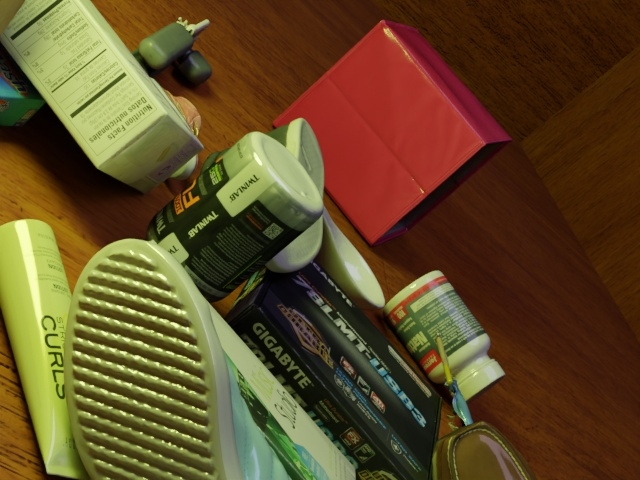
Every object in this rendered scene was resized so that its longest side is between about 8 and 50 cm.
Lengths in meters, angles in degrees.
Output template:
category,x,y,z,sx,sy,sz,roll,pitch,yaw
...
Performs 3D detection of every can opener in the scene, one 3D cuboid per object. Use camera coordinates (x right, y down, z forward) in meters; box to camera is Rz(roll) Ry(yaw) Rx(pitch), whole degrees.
category,x,y,z,sx,sy,sz,roll,pitch,yaw
can opener,-0.201,-0.258,1.873,0.093,0.074,0.280,50,17,-3

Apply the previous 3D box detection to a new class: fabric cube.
category,x,y,z,sx,sy,sz,roll,pitch,yaw
fabric cube,0.122,-0.177,2.219,0.258,0.259,0.254,50,17,6

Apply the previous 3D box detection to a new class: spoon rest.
category,x,y,z,sx,sy,sz,roll,pitch,yaw
spoon rest,0.000,0.000,1.824,0.276,0.084,0.137,39,20,-32

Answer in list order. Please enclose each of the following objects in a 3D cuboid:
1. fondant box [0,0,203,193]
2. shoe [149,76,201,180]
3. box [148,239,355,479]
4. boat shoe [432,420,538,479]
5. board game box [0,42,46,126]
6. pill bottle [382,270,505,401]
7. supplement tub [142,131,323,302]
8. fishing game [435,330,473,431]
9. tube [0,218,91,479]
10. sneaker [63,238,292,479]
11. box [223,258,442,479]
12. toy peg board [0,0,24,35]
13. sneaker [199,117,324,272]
category,x,y,z,sx,sy,sz,roll,pitch,yaw
fondant box,-0.275,-0.215,1.455,0.330,0.096,0.238,53,1,6
shoe,-0.177,-0.133,1.684,0.081,0.063,0.178,24,26,-46
box,-0.086,0.144,1.262,0.322,0.058,0.232,48,4,-5
boat shoe,0.229,0.348,1.445,0.324,0.122,0.120,65,-16,0
board game box,-0.377,-0.187,1.313,0.160,0.047,0.210,52,16,8
pill bottle,0.181,0.144,1.939,0.180,0.108,0.108,54,17,14
supplement tub,-0.100,-0.014,1.409,0.117,0.190,0.117,45,16,-17
fishing game,0.185,0.263,1.711,0.189,0.041,0.264,-96,167,-65
tube,-0.220,0.093,1.109,0.070,0.062,0.240,-7,57,-23
sneaker,-0.098,0.178,1.080,0.150,0.135,0.366,7,66,-75
box,0.020,0.155,1.571,0.295,0.073,0.293,49,17,-6
toy peg board,-0.349,-0.283,1.264,0.160,0.161,0.079,33,5,-41
sneaker,-0.081,-0.034,1.613,0.105,0.146,0.296,60,19,-27
